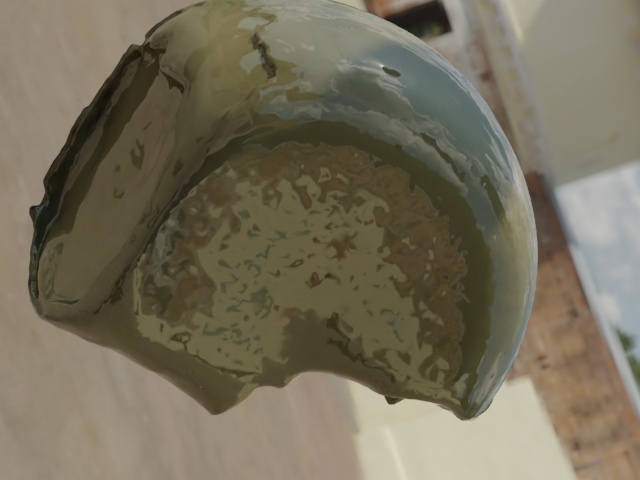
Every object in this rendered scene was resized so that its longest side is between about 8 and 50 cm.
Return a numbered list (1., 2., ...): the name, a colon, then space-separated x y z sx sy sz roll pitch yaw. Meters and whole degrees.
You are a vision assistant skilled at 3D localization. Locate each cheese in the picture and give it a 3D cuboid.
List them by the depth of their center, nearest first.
1. cheese: 0.000 0.000 0.616 0.202 0.175 0.091 31 15 -22
